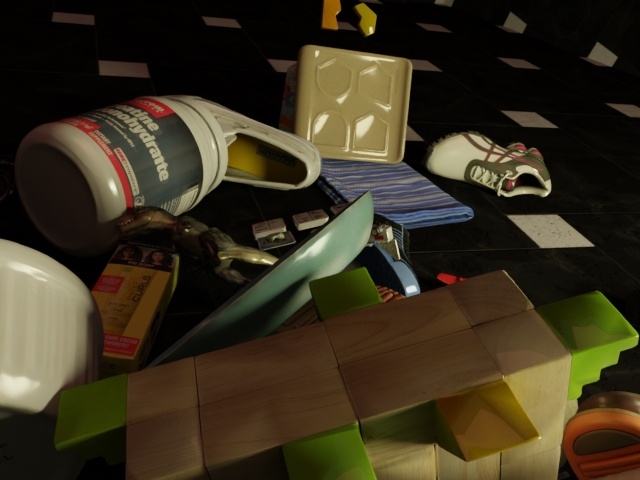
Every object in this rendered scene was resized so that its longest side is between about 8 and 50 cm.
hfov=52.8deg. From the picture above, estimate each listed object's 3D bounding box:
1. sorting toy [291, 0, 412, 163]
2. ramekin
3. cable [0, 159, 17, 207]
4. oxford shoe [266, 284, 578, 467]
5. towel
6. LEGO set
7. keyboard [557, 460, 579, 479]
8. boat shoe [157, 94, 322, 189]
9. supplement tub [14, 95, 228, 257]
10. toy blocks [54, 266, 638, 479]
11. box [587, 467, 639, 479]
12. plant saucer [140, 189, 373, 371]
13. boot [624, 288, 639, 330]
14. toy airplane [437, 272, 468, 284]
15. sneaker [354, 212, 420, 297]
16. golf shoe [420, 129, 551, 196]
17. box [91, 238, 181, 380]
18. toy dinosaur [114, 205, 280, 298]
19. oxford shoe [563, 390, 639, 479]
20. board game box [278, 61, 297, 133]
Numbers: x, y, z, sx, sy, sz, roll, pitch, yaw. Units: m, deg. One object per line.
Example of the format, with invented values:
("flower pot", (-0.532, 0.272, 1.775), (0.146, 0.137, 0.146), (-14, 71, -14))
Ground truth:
("sorting toy", (0.064, -0.313, 1.276), (0.229, 0.307, 0.041), (4, 6, -12))
("ramekin", (-0.298, 0.130, 0.491), (0.272, 0.273, 0.127), (-5, 45, -25))
("cable", (-0.542, -0.078, 0.976), (0.150, 0.047, 0.184), (4, 31, -10))
("oxford shoe", (0.080, 0.147, 0.712), (0.397, 0.147, 0.140), (11, 30, 42))
("towel", (0.110, -0.118, 1.256), (0.243, 0.040, 0.336), (-7, 34, -29))
("LEGO set", (0.000, 0.000, 0.926), (0.182, 0.060, 0.244), (-13, 14, -6))
("keyboard", (0.249, 0.264, 0.663), (0.180, 0.023, 0.108), (-7, 27, -25))
("boat shoe", (-0.182, -0.161, 1.139), (0.367, 0.136, 0.156), (19, 16, 1))
("supplement tub", (-0.285, -0.107, 0.960), (0.191, 0.191, 0.272), (23, 32, 21))
("toy blocks", (0.031, 0.187, 0.506), (0.381, 0.261, 0.191), (-15, 36, -6))
("box", (0.183, 0.288, 0.418), (0.167, 0.203, 0.168), (-3, 32, -20))
("plant saucer", (-0.063, 0.063, 0.649), (0.044, 0.317, 0.317), (52, 37, -1))
("boot", (0.580, 0.139, 0.926), (0.161, 0.083, 0.246), (-1, 33, -29))
("toy airplane", (0.204, 0.093, 0.933), (0.151, 0.028, 0.151), (7, 30, -4))
("sneaker", (0.105, 0.019, 0.976), (0.090, 0.081, 0.232), (-10, 34, -19))
("golf shoe", (0.348, -0.152, 1.330), (0.272, 0.105, 0.120), (4, 38, -11))
("box", (-0.236, 0.084, 0.782), (0.087, 0.058, 0.232), (10, 30, -3))
("toy dinosaur", (-0.132, 0.023, 0.846), (0.268, 0.064, 0.118), (24, 22, -25))
("oxford shoe", (0.354, 0.201, 0.582), (0.363, 0.130, 0.133), (31, 51, -22))
("board game box", (0.012, -0.325, 1.449), (0.144, 0.142, 0.275), (13, 24, 5))
